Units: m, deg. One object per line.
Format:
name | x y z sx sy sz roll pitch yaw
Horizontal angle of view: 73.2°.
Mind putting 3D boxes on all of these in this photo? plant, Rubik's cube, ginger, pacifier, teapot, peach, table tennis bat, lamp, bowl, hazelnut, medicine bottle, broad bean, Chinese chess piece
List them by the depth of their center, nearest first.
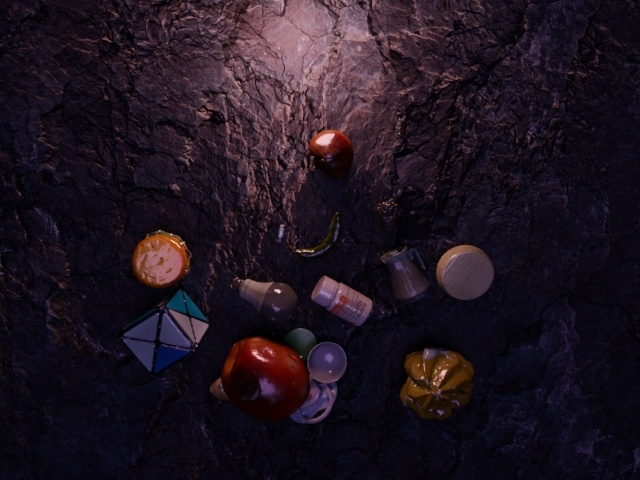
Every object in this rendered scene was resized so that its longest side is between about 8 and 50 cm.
hazelnut | 0.051 -0.346 1.755 0.178 0.178 0.203 -18 113 2
plant | 0.294 -0.111 1.866 0.095 0.092 0.143 -10 113 7
Rubik's cube | -0.666 0.389 1.872 0.250 0.248 0.246 -33 104 7
peach | -0.249 0.600 1.883 0.406 0.310 0.335 43 96 10
broad bean | 0.000 0.000 1.901 0.292 0.049 0.144 -32 102 6
lamp | -0.240 0.233 1.906 0.314 0.182 0.181 39 100 9
teapot | 0.380 0.141 1.907 0.203 0.171 0.225 -30 98 -27
medicine bottle | 0.095 0.268 1.927 0.252 0.144 0.144 33 101 -9
Chinese chess piece | 0.648 0.144 1.937 0.251 0.101 0.249 -1 104 -2
bowl | 0.023 0.564 2.015 0.189 0.086 0.188 2 83 -14
table tennis bat | -0.098 0.536 2.043 0.161 0.039 0.256 0 99 -3
pacifier | -0.020 0.758 2.050 0.279 0.227 0.207 -36 143 7
ginger | -0.432 0.721 2.054 0.123 0.115 0.193 -33 112 28

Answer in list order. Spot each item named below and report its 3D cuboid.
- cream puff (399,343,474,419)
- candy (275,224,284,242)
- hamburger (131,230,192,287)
cream puff | 0.541 0.671 1.982 0.379 0.275 0.377 -1 105 -5
candy | -0.178 -0.031 1.900 0.030 0.020 0.083 10 103 -6
hamburger | -0.668 0.081 1.833 0.247 0.170 0.245 0 92 -6
